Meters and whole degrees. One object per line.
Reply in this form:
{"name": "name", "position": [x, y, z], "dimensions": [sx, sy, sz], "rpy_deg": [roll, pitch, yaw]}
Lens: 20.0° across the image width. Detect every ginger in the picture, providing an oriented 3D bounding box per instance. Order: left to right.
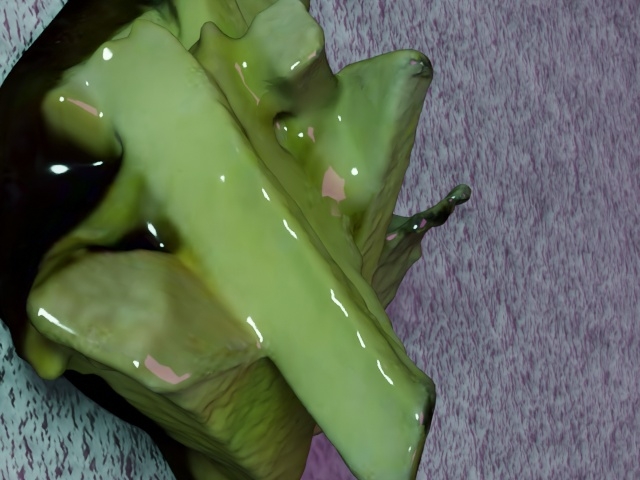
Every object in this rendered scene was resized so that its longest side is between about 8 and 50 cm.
{"name": "ginger", "position": [0.000, 0.000, 1.010], "dimensions": [0.358, 0.211, 0.413], "rpy_deg": [63, 31, -33]}
